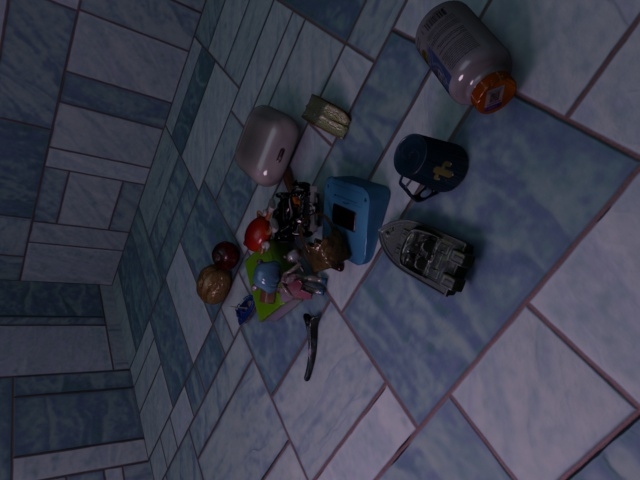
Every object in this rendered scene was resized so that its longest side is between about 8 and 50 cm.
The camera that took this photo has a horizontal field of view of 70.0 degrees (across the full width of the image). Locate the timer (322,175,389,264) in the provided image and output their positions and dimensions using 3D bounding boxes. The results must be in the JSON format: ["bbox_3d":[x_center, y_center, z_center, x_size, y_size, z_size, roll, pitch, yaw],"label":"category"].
[{"bbox_3d":[0.103,-0.068,1.453,0.231,0.091,0.250,29,118,50],"label":"timer"}]

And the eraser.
[{"bbox_3d":[-0.181,0.147,1.739,0.210,0.092,0.275,-40,55,37],"label":"eraser"}]

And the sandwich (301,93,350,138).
[{"bbox_3d":[0.007,-0.447,1.612,0.258,0.096,0.094,43,111,44],"label":"sandwich"}]

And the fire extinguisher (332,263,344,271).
[{"bbox_3d":[0.040,0.069,1.519,0.100,0.032,0.046,20,110,46],"label":"fire extinguisher"}]

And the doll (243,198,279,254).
[{"bbox_3d":[-0.216,-0.030,1.679,0.217,0.085,0.183,-47,41,35],"label":"doll"}]

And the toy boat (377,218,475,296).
[{"bbox_3d":[0.257,0.026,1.200,0.319,0.092,0.142,32,107,51],"label":"toy boat"}]

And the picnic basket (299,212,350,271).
[{"bbox_3d":[0.000,0.000,1.434,0.137,0.128,0.179,-18,103,55],"label":"picnic basket"}]

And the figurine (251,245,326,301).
[{"bbox_3d":[-0.105,0.114,1.553,0.259,0.103,0.206,10,88,11],"label":"figurine"}]

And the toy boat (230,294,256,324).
[{"bbox_3d":[-0.322,0.278,1.881,0.175,0.110,0.091,-49,49,33],"label":"toy boat"}]

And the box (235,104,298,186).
[{"bbox_3d":[-0.220,-0.382,1.823,0.349,0.141,0.289,42,114,54],"label":"box"}]

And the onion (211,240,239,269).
[{"bbox_3d":[-0.425,0.070,2.043,0.131,0.131,0.131,-13,74,50],"label":"onion"}]

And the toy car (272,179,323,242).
[{"bbox_3d":[-0.090,-0.094,1.621,0.301,0.117,0.193,160,110,-65],"label":"toy car"}]

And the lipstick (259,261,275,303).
[{"bbox_3d":[-0.184,0.152,1.645,0.045,0.045,0.146,5,87,45],"label":"lipstick"}]

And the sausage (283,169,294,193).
[{"bbox_3d":[-0.114,-0.209,1.764,0.042,0.036,0.158,-56,44,40],"label":"sausage"}]

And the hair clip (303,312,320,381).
[{"bbox_3d":[-0.036,0.367,1.558,0.070,0.039,0.230,-1,84,51],"label":"hair clip"}]

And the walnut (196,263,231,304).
[{"bbox_3d":[-0.490,0.205,2.079,0.155,0.155,0.184,37,114,48],"label":"walnut"}]

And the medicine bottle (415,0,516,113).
[{"bbox_3d":[0.355,-0.436,1.107,0.157,0.156,0.289,-47,49,36],"label":"medicine bottle"}]

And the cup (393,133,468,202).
[{"bbox_3d":[0.268,-0.184,1.173,0.131,0.155,0.177,50,120,44],"label":"cup"}]
